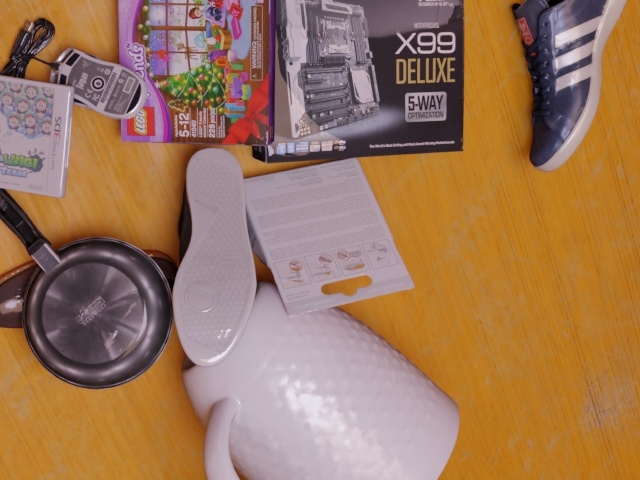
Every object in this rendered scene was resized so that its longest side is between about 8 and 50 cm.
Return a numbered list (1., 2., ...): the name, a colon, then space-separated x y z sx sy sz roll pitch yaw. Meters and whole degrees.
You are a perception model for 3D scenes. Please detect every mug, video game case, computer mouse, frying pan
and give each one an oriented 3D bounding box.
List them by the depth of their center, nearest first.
1. video game case: -0.396 -0.136 1.245 0.157 0.019 0.143 10 102 7
2. frying pan: -0.310 0.033 1.259 0.197 0.053 0.326 -20 88 -2
3. computer mouse: -0.311 -0.207 1.260 0.192 0.042 0.106 25 87 5
4. mug: -0.030 0.248 1.320 0.328 0.374 0.276 42 124 -11

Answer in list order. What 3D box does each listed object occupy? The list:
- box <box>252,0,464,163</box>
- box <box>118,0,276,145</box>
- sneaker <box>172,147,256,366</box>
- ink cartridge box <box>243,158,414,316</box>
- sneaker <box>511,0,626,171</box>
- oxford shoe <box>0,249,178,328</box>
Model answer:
1. box: 0.054 -0.241 1.393 0.307 0.076 0.243 -4 102 -18
2. box: -0.160 -0.273 1.279 0.200 0.057 0.294 2 102 6
3. sneaker: -0.141 0.039 1.301 0.104 0.147 0.296 1 66 -7
4. ink cartridge box: 0.000 0.000 1.359 0.189 0.066 0.232 -12 63 -18
5. sneaker: 0.346 -0.284 1.473 0.148 0.131 0.350 15 90 -15
6. oxford shoe: -0.318 0.068 1.312 0.271 0.098 0.097 -13 106 -17
